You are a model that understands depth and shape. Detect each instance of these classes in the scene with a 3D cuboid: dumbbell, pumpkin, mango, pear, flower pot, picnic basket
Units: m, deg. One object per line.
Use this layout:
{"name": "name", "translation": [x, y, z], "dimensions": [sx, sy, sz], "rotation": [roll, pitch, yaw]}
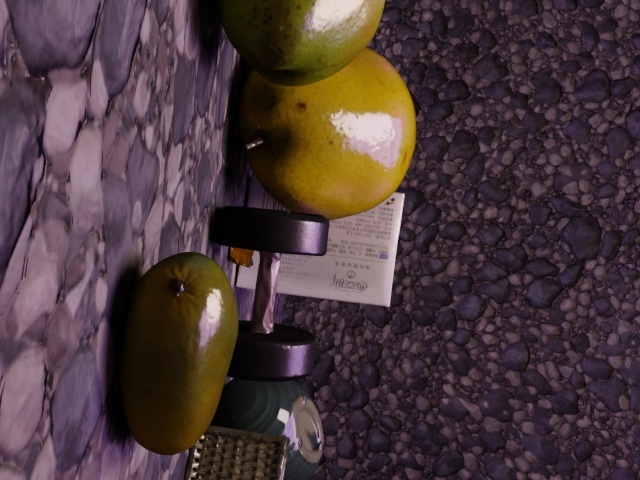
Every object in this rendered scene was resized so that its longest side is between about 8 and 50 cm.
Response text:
{"name": "dumbbell", "translation": [-0.074, 0.066, 0.934], "dimensions": [0.152, 0.152, 0.218], "rotation": [-71, 167, -89]}
{"name": "pumpkin", "translation": [-0.114, 0.002, 1.108], "dimensions": [0.083, 0.053, 0.074], "rotation": [-117, -142, -82]}
{"name": "mango", "translation": [-0.112, 0.100, 0.563], "dimensions": [0.122, 0.085, 0.191], "rotation": [-90, -175, -65]}
{"name": "pear", "translation": [-0.007, -0.173, 1.061], "dimensions": [0.284, 0.336, 0.285], "rotation": [-15, -111, 42]}
{"name": "flower pot", "translation": [-0.087, 0.325, 1.186], "dimensions": [0.243, 0.157, 0.189], "rotation": [60, 31, -45]}
{"name": "pear", "translation": [-0.023, -0.252, 0.722], "dimensions": [0.187, 0.187, 0.220], "rotation": [96, 2, -57]}
{"name": "picnic basket", "translation": [-0.120, 0.373, 0.963], "dimensions": [0.154, 0.134, 0.196], "rotation": [90, 6, -60]}

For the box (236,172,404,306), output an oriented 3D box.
{"name": "box", "translation": [-0.001, 0.000, 1.258], "dimensions": [0.116, 0.274, 0.203], "rotation": [176, -80, -88]}
